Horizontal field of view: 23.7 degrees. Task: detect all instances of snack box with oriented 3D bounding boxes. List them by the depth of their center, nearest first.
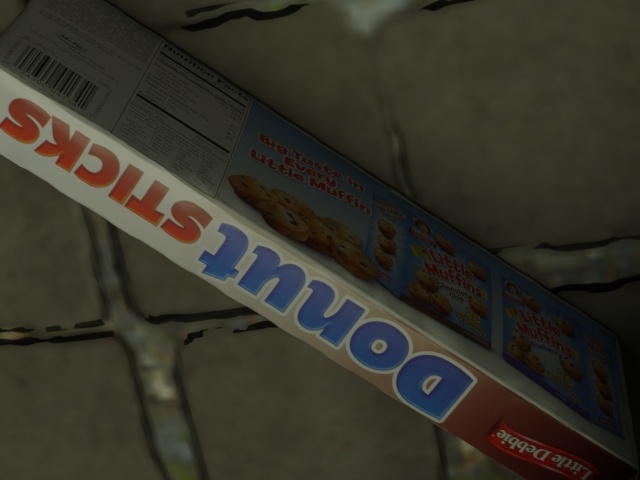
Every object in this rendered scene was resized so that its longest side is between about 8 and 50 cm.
[{"bbox_3d":[0.000,0.000,0.371,0.178,0.064,0.022,33,115,-10],"label":"snack box"}]
